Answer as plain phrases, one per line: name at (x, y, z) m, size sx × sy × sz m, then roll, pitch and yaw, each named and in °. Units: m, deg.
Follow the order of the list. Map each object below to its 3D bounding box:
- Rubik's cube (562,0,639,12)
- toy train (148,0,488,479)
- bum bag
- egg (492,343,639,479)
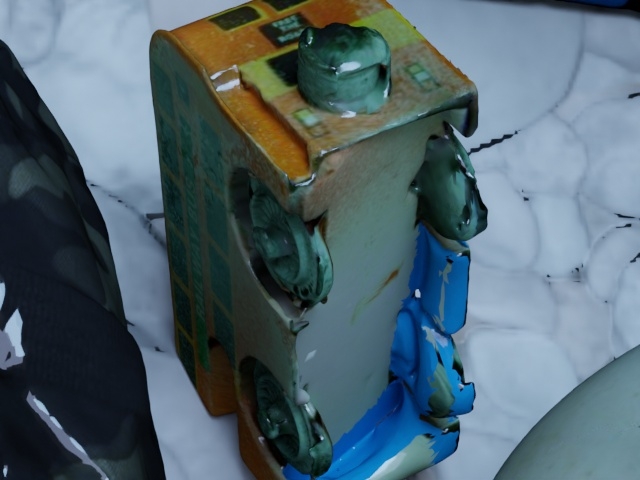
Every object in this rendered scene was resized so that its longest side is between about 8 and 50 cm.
Rubik's cube at (0.092, -0.204, 0.705) m, size 0.184 × 0.187 × 0.182 m, roll 4°, pitch 70°, yaw -10°
toy train at (0.000, 0.000, 0.613) m, size 0.072 × 0.188 × 0.099 m, roll -21°, pitch 48°, yaw -19°
bum bag at (-0.085, 0.092, 0.571) m, size 0.095 × 0.144 × 0.341 m, roll -5°, pitch 71°, yaw -2°
egg at (0.137, 0.098, 0.621) m, size 0.209 × 0.151 × 0.151 m, roll -31°, pitch 80°, yaw -23°
